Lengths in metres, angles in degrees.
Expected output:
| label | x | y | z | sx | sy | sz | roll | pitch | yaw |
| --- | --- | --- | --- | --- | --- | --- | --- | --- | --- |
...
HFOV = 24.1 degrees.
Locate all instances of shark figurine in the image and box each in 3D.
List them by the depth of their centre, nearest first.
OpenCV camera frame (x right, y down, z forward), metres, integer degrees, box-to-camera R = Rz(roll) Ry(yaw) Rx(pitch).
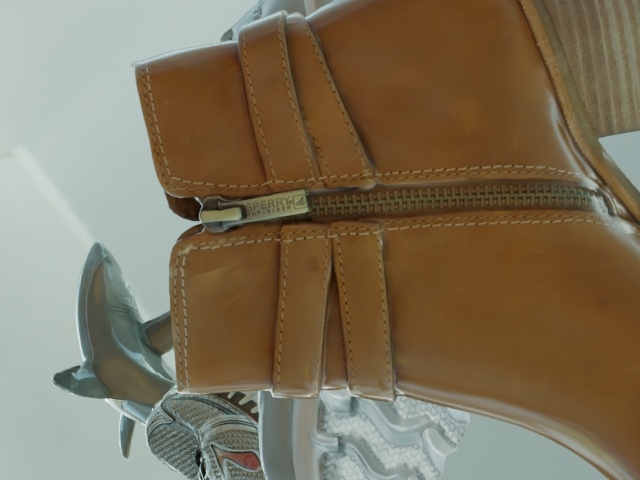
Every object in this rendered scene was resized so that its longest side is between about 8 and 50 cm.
| label | x | y | z | sx | sy | sz | roll | pitch | yaw |
| --- | --- | --- | --- | --- | --- | --- | --- | --- | --- |
| shark figurine | -0.133 | 0.099 | 1.109 | 0.278 | 0.116 | 0.166 | 13 | -85 | 51 |

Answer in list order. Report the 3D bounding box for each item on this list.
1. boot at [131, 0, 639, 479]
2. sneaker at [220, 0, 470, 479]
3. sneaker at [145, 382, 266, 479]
| label | x | y | z | sx | sy | sz | roll | pitch | yaw |
| --- | --- | --- | --- | --- | --- | --- | --- | --- | --- |
| boot | 0.038 | 0.026 | 0.392 | 0.152 | 0.073 | 0.197 | -11 | -96 | -5 |
| sneaker | 0.000 | 0.000 | 0.662 | 0.115 | 0.105 | 0.281 | -22 | -130 | 33 |
| sneaker | -0.036 | 0.137 | 0.810 | 0.092 | 0.088 | 0.225 | -39 | -148 | -22 |
